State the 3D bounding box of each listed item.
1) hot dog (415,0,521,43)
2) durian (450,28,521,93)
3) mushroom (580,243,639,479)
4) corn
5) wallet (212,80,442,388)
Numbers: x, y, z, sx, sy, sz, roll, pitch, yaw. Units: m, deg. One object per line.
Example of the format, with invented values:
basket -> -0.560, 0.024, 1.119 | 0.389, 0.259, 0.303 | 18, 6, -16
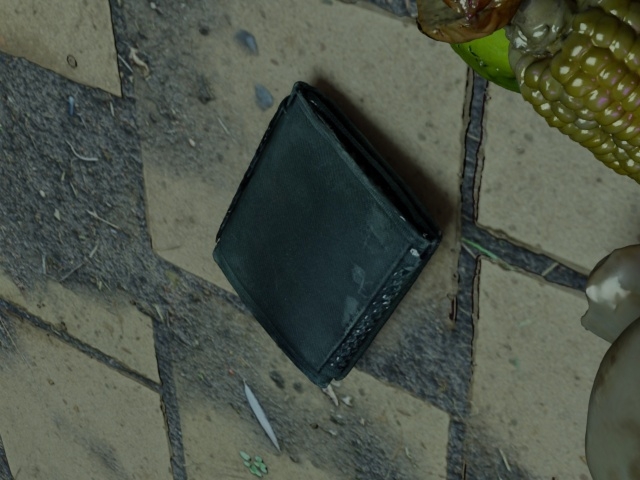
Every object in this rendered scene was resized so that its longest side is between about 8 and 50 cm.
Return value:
hot dog -> 0.115, -0.301, 0.834 | 0.117, 0.349, 0.158 | 15, 153, -8
durian -> 0.193, -0.191, 1.028 | 0.250, 0.101, 0.139 | 10, 93, 37
mushroom -> 0.350, 0.121, 1.029 | 0.290, 0.297, 0.298 | -113, 20, -47
corn -> 0.274, -0.095, 0.916 | 0.346, 0.130, 0.130 | 29, 148, -25
wallet -> 0.000, 0.000, 1.379 | 0.237, 0.075, 0.342 | 48, 143, 14
